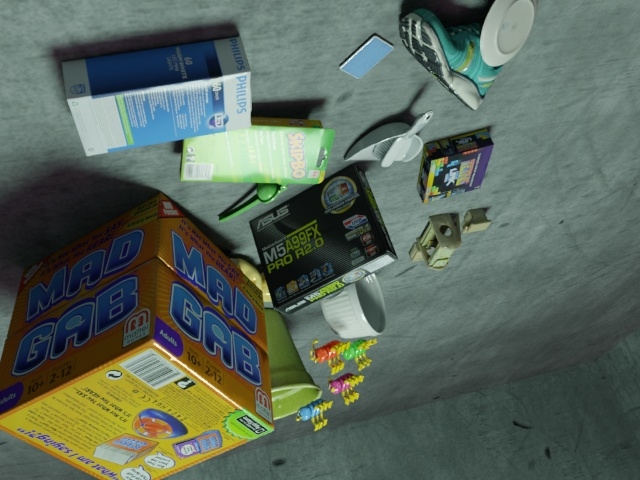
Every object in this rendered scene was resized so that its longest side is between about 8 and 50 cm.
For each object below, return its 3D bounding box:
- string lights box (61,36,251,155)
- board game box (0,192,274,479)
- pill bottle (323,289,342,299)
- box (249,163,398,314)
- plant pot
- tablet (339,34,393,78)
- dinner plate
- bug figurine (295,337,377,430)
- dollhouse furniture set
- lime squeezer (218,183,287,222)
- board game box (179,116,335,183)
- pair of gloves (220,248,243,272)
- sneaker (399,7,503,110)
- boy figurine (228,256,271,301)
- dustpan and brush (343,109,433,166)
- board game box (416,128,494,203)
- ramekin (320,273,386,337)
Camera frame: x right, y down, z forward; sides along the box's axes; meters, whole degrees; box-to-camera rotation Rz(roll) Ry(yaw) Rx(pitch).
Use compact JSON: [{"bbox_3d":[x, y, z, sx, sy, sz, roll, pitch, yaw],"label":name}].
[{"bbox_3d":[-0.237,-0.215,1.043,0.259,0.077,0.133,-12,152,-12],"label":"string lights box"},{"bbox_3d":[-0.343,0.206,1.344,0.356,0.356,0.356,-27,133,15],"label":"board game box"},{"bbox_3d":[0.027,0.026,1.585,0.130,0.131,0.246,-8,151,-20],"label":"pill bottle"},{"bbox_3d":[0.000,0.000,1.430,0.270,0.216,0.060,-27,153,18],"label":"box"},{"bbox_3d":[-0.162,0.336,1.903,0.275,0.254,0.276,-14,153,-7],"label":"plant pot"},{"bbox_3d":[0.076,-0.303,1.150,0.083,0.006,0.054,-36,148,32],"label":"tablet"},{"bbox_3d":[0.311,-0.349,1.128,0.141,0.017,0.141,-27,136,-29],"label":"dinner plate"},{"bbox_3d":[0.035,0.343,1.774,0.216,0.072,0.279,-14,128,-43],"label":"bug figurine"},{"bbox_3d":[0.341,0.018,1.793,0.160,0.101,0.182,-9,151,-17],"label":"dollhouse furniture set"},{"bbox_3d":[-0.113,-0.112,1.329,0.109,0.059,0.310,-6,151,-24],"label":"lime squeezer"},{"bbox_3d":[-0.110,-0.156,1.211,0.259,0.039,0.124,2,133,-16],"label":"board game box"},{"bbox_3d":[-0.220,0.064,1.562,0.074,0.083,0.010,-33,-166,-19],"label":"pair of gloves"},{"bbox_3d":[0.220,-0.317,1.146,0.110,0.107,0.275,-50,149,14],"label":"sneaker"},{"bbox_3d":[-0.205,0.109,1.637,0.285,0.092,0.177,-7,125,-28],"label":"boy figurine"},{"bbox_3d":[0.152,-0.196,1.332,0.147,0.060,0.211,-3,149,-28],"label":"dustpan and brush"},{"bbox_3d":[0.288,-0.157,1.501,0.141,0.048,0.170,-15,152,-5],"label":"board game box"},{"bbox_3d":[0.080,0.153,1.783,0.109,0.207,0.207,-18,154,21],"label":"ramekin"}]
